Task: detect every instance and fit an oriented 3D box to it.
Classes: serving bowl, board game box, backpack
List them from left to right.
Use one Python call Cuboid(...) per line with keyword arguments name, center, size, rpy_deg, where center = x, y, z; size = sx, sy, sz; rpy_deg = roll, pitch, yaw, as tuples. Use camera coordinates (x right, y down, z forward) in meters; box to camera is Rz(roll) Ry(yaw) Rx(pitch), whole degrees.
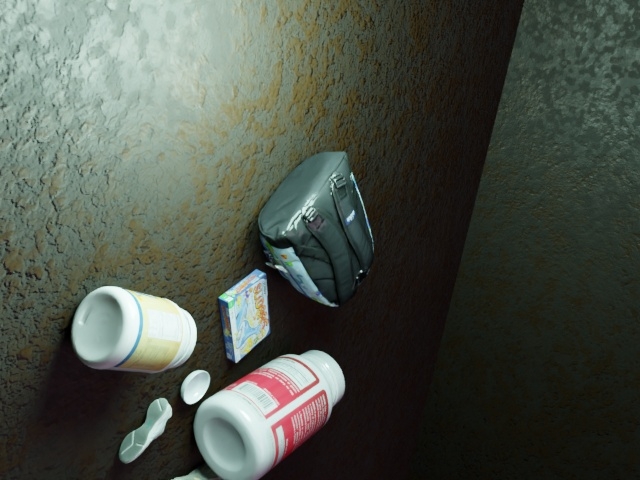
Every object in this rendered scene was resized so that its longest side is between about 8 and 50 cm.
Cuboid(name="serving bowl", center=(-0.300, 0.342, 1.416), size=(0.083, 0.027, 0.083), rpy_deg=(-38, 139, -43))
Cuboid(name="board game box", center=(-0.186, 0.189, 1.494), size=(0.136, 0.035, 0.201), rpy_deg=(-39, 140, -41))
Cuboid(name="backpack", center=(0.000, 0.000, 1.492), size=(0.355, 0.273, 0.290), rpy_deg=(52, 59, -33))

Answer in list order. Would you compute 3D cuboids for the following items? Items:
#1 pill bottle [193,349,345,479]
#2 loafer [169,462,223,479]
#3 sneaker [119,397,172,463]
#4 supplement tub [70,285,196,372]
Cuboid(name="pill bottle", center=(-0.115, 0.442, 1.588), size=(0.408, 0.229, 0.228), rpy_deg=(-20, 126, -53))
Cuboid(name="loafer", center=(-0.301, 0.649, 1.544), size=(0.320, 0.112, 0.111), rpy_deg=(-2, 106, -49))
Cuboid(name="sneaker", center=(-0.377, 0.425, 1.319), size=(0.152, 0.054, 0.061), rpy_deg=(-53, 150, -26))
Cuboid(name="supplement tub", center=(-0.339, 0.170, 1.114), size=(0.200, 0.144, 0.144), rpy_deg=(30, 83, -61))
